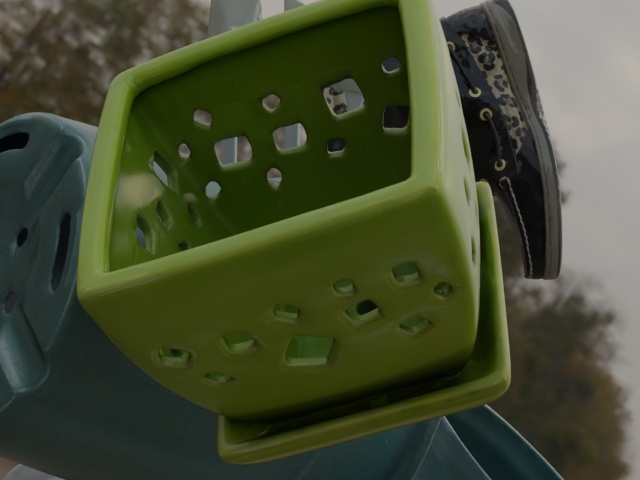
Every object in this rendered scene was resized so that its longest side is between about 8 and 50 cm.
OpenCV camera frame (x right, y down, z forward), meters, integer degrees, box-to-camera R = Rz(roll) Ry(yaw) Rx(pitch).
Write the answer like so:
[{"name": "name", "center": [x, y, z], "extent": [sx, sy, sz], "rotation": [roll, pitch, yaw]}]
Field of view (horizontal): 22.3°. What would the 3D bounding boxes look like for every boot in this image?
[{"name": "boot", "center": [0.153, -0.111, 2.110], "extent": [0.138, 0.284, 0.377], "rotation": [65, 13, -87]}]

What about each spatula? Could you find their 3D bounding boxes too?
[{"name": "spatula", "center": [-0.028, -0.106, 1.494], "extent": [0.168, 0.242, 0.019], "rotation": [6, 15, 11]}]

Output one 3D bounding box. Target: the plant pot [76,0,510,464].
[{"name": "plant pot", "center": [0.000, 0.000, 1.028], "extent": [0.227, 0.228, 0.207], "rotation": [-89, 157, -49]}]

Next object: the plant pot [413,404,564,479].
[{"name": "plant pot", "center": [0.148, 0.312, 1.656], "extent": [0.293, 0.196, 0.293], "rotation": [44, 10, -10]}]

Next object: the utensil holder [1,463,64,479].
[{"name": "utensil holder", "center": [-0.260, 0.501, 2.132], "extent": [0.327, 0.328, 0.385], "rotation": [44, 32, -50]}]

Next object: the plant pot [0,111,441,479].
[{"name": "plant pot", "center": [-0.131, 0.069, 1.301], "extent": [0.334, 0.341, 0.341], "rotation": [21, 3, -39]}]
